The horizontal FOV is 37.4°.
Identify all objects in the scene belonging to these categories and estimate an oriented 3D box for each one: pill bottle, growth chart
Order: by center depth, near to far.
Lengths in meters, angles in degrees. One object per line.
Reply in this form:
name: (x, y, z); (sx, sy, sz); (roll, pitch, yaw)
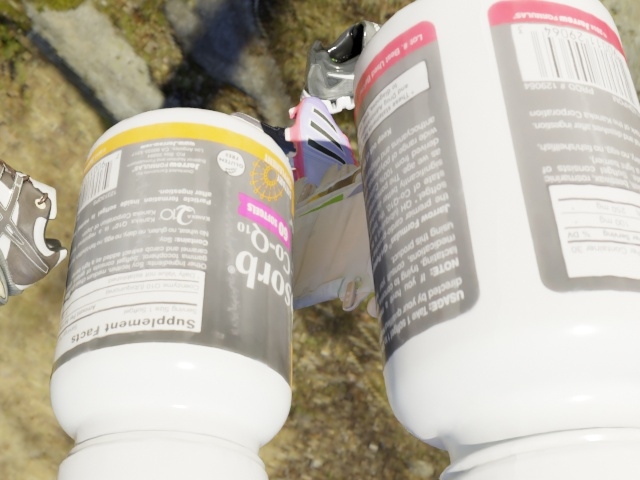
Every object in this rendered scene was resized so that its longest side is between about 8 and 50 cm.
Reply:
pill bottle: (0.118, 0.019, 0.551); (0.177, 0.318, 0.176); (-3, 151, -2)
pill bottle: (-0.099, 0.059, 0.656); (0.162, 0.278, 0.162); (-1, 148, 0)
growth chart: (0.000, 0.000, 0.778); (0.021, 0.171, 0.237); (39, 150, -25)

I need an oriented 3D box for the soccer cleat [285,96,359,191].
soccer cleat: (0.015, -0.054, 0.968); (0.095, 0.248, 0.083); (-5, 138, 2)

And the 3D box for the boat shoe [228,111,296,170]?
boat shoe: (-0.063, -0.144, 1.481); (0.206, 0.064, 0.075); (33, 143, -21)

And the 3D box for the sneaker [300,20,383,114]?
sneaker: (0.084, -0.235, 1.208); (0.234, 0.078, 0.106); (-16, 135, -10)

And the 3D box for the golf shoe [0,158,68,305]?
golf shoe: (-0.265, -0.044, 0.754); (0.077, 0.094, 0.198); (40, 149, 43)
